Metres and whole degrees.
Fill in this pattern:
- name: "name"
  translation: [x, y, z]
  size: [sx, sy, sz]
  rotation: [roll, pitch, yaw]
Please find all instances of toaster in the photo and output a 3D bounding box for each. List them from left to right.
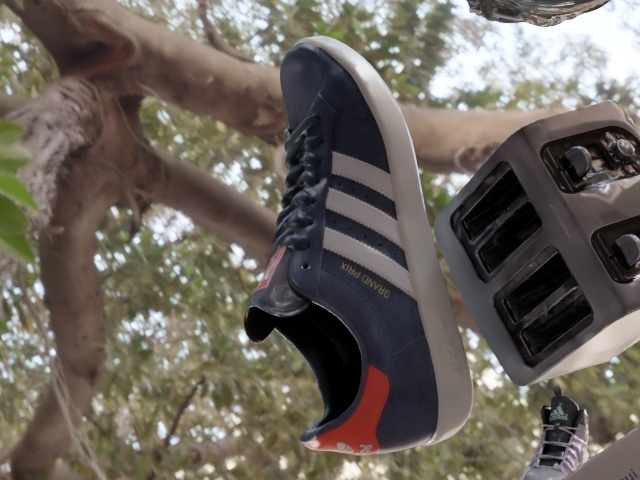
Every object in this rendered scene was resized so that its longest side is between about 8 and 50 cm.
- name: "toaster"
  translation: [0.191, 0.008, 0.868]
  size: [0.110, 0.168, 0.186]
  rotation: [-12, -23, -31]

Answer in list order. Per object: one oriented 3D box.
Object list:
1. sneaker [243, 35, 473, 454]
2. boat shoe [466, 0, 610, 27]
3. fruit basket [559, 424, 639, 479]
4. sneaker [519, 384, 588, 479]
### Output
- name: "sneaker"
  translation: [0.000, 0.000, 0.875]
  size: [0.148, 0.350, 0.131]
  rotation: [-11, -18, -22]
- name: "boat shoe"
  translation: [0.210, -0.259, 1.067]
  size: [0.112, 0.335, 0.095]
  rotation: [-48, -62, 0]
- name: "fruit basket"
  translation: [0.150, 0.245, 0.403]
  size: [0.327, 0.165, 0.353]
  rotation: [-38, -92, 11]
- name: "sneaker"
  translation: [0.158, 0.132, 0.744]
  size: [0.098, 0.038, 0.069]
  rotation: [-9, -79, -68]
